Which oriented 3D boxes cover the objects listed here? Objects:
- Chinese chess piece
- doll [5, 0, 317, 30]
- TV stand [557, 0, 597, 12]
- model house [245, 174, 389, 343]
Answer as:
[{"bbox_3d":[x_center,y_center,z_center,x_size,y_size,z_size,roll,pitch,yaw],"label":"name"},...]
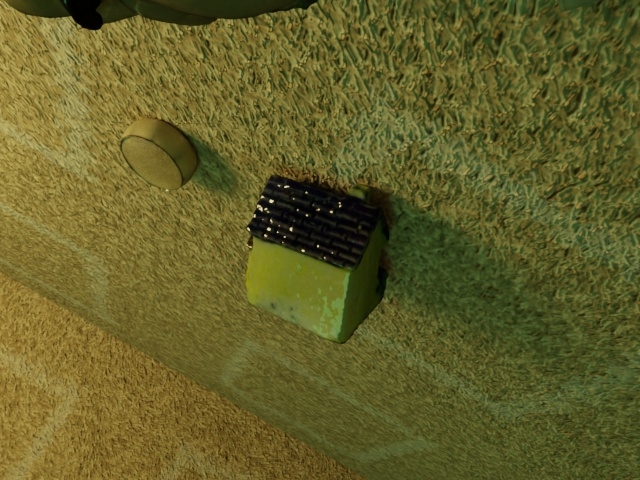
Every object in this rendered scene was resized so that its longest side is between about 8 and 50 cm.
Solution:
[{"bbox_3d":[-0.254,-0.135,0.854,0.122,0.051,0.122,20,146,14],"label":"Chinese chess piece"},{"bbox_3d":[-0.128,-0.255,0.357,0.350,0.247,0.247,29,156,40],"label":"doll"},{"bbox_3d":[0.137,-0.268,0.288,0.088,0.082,0.269,-4,140,39],"label":"TV stand"},{"bbox_3d":[0.000,0.000,0.801,0.194,0.170,0.211,22,121,25],"label":"model house"}]
